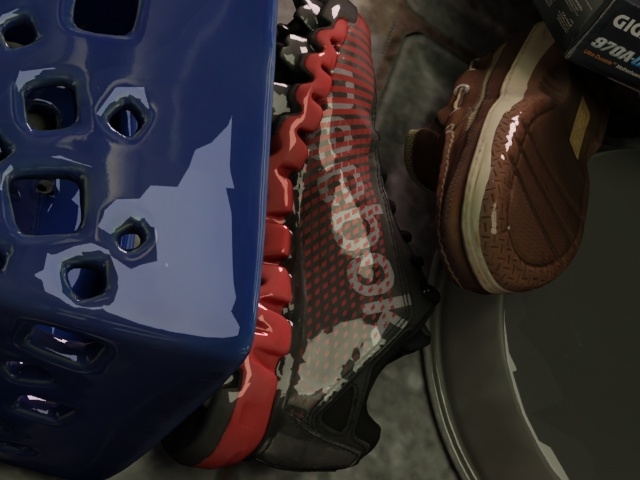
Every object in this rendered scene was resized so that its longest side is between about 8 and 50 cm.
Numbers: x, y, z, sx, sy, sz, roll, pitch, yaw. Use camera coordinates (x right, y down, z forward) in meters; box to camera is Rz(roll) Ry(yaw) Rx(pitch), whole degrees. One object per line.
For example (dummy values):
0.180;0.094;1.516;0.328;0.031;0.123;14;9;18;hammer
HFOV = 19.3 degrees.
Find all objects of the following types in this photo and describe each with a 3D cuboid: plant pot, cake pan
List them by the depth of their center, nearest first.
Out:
-0.156;-0.039;0.848;0.212;0.236;0.236;11;67;-19;plant pot
0.197;0.072;1.117;0.293;0.054;0.293;11;67;-27;cake pan

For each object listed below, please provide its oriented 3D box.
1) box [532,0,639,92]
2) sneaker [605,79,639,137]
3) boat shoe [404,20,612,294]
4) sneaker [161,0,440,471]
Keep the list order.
0.187;-0.160;1.123;0.175;0.051;0.220;20;32;-32;box
0.234;-0.101;1.194;0.178;0.072;0.077;18;54;-30;sneaker
0.094;-0.040;1.038;0.095;0.095;0.257;68;26;-18;boat shoe
0.000;0.000;1.000;0.135;0.098;0.276;20;65;-23;sneaker
